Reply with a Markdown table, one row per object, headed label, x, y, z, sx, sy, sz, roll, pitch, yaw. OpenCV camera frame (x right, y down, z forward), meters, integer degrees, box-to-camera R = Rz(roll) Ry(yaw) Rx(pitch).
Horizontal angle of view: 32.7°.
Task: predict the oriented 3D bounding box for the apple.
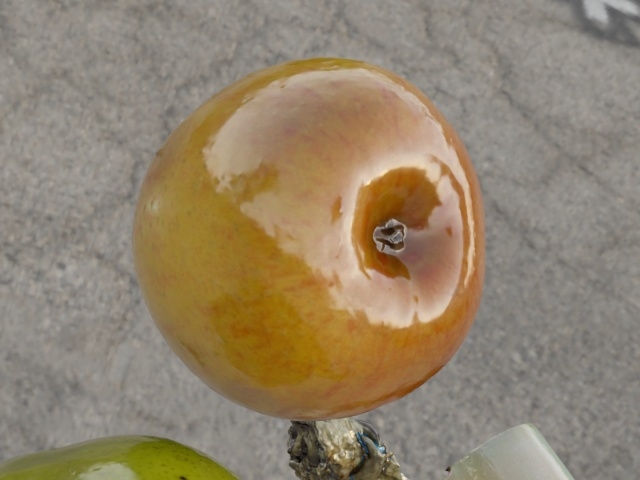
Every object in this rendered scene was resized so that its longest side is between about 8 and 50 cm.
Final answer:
| label | x | y | z | sx | sy | sz | roll | pitch | yaw |
| --- | --- | --- | --- | --- | --- | --- | --- | --- | --- |
| apple | 0.000 | 0.000 | 0.884 | 0.299 | 0.275 | 0.298 | 4 | 81 | -26 |

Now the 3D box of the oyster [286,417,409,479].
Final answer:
| label | x | y | z | sx | sy | sz | roll | pitch | yaw |
| --- | --- | --- | --- | --- | --- | --- | --- | --- | --- |
| oyster | 0.033 | 0.312 | 1.525 | 0.223 | 0.214 | 0.083 | 43 | 66 | -12 |

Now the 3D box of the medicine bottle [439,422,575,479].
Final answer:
| label | x | y | z | sx | sy | sz | roll | pitch | yaw |
| --- | --- | --- | --- | --- | --- | --- | --- | --- | --- |
| medicine bottle | 0.420 | 0.568 | 2.029 | 0.236 | 0.235 | 0.406 | -11 | 56 | -39 |

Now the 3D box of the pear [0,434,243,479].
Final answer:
| label | x | y | z | sx | sy | sz | roll | pitch | yaw |
| --- | --- | --- | --- | --- | --- | --- | --- | --- | --- |
| pear | -0.134 | 0.269 | 0.750 | 0.294 | 0.294 | 0.294 | 16 | 38 | -13 |
